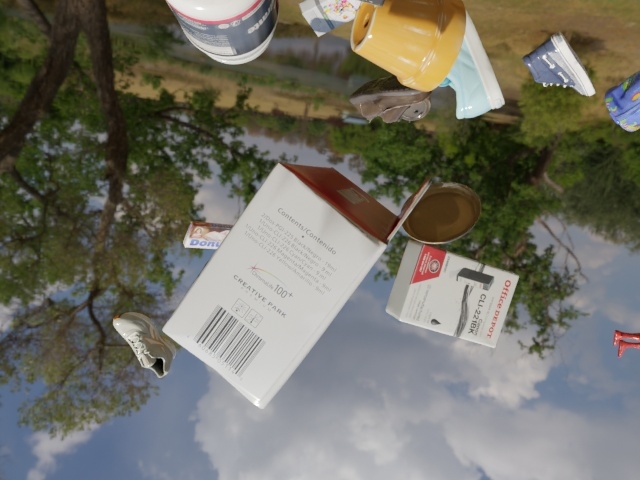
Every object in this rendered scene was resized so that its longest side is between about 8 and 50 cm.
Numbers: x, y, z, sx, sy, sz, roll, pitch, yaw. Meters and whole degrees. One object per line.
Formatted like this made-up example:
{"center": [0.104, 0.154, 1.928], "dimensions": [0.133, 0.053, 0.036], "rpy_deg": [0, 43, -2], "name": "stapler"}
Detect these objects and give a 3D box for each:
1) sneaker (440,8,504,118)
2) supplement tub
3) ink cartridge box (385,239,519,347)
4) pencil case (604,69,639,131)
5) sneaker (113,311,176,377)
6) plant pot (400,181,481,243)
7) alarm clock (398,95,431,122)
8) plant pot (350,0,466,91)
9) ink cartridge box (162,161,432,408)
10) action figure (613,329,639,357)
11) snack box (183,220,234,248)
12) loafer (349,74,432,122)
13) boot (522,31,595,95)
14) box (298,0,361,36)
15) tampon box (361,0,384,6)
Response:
{"center": [0.345, -0.490, 1.393], "dimensions": [0.150, 0.366, 0.135], "rpy_deg": [-23, 165, 17], "name": "sneaker"}
{"center": [-0.171, -0.435, 0.925], "dimensions": [0.191, 0.191, 0.272], "rpy_deg": [9, 180, -1], "name": "supplement tub"}
{"center": [0.331, 0.133, 1.334], "dimensions": [0.272, 0.197, 0.114], "rpy_deg": [17, -178, -13], "name": "ink cartridge box"}
{"center": [0.759, -0.352, 1.136], "dimensions": [0.133, 0.119, 0.306], "rpy_deg": [-33, 175, -23], "name": "pencil case"}
{"center": [-0.561, 0.336, 1.697], "dimensions": [0.099, 0.262, 0.121], "rpy_deg": [-30, -146, 13], "name": "sneaker"}
{"center": [0.354, -0.077, 1.561], "dimensions": [0.236, 0.032, 0.236], "rpy_deg": [-14, -133, 15], "name": "plant pot"}
{"center": [0.329, -0.488, 1.831], "dimensions": [0.129, 0.192, 0.064], "rpy_deg": [26, -134, -21], "name": "alarm clock"}
{"center": [0.175, -0.445, 1.139], "dimensions": [0.187, 0.205, 0.205], "rpy_deg": [9, -167, -20], "name": "plant pot"}
{"center": [0.000, 0.000, 0.627], "dimensions": [0.130, 0.272, 0.309], "rpy_deg": [37, -169, 4], "name": "ink cartridge box"}
{"center": [0.905, 0.310, 1.349], "dimensions": [0.280, 0.139, 0.091], "rpy_deg": [1, -158, 18], "name": "action figure"}
{"center": [-0.234, -0.009, 1.271], "dimensions": [0.178, 0.064, 0.022], "rpy_deg": [4, -144, -38], "name": "snack box"}
{"center": [0.236, -0.448, 1.671], "dimensions": [0.134, 0.130, 0.366], "rpy_deg": [-43, -156, -13], "name": "loafer"}
{"center": [0.508, -0.356, 1.127], "dimensions": [0.086, 0.069, 0.190], "rpy_deg": [-29, 134, 34], "name": "boot"}
{"center": [0.049, -0.665, 1.504], "dimensions": [0.186, 0.038, 0.145], "rpy_deg": [-22, 169, 15], "name": "box"}
{"center": [0.067, -0.521, 0.953], "dimensions": [0.101, 0.120, 0.161], "rpy_deg": [4, -137, -22], "name": "tampon box"}
